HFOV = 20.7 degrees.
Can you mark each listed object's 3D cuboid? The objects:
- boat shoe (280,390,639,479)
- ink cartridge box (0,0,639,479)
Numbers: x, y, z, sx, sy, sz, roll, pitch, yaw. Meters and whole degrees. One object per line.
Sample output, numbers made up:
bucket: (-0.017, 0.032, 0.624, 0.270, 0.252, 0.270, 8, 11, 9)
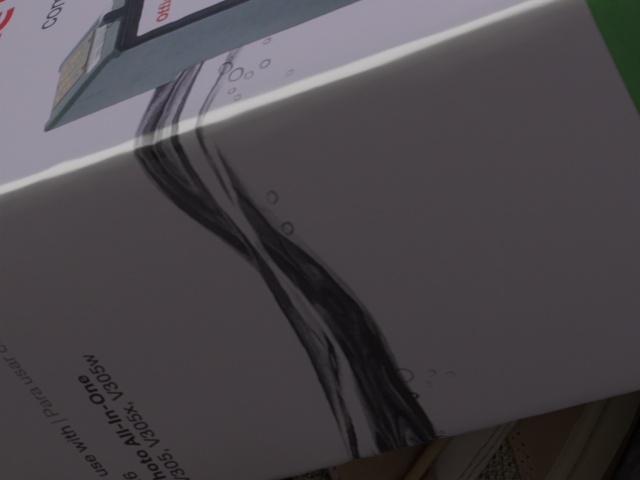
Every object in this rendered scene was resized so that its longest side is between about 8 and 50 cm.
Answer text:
boat shoe: (0.020, 0.067, 0.548, 0.302, 0.098, 0.109, -62, 15, -16)
ink cartridge box: (0.029, -0.055, 0.500, 0.289, 0.121, 0.211, -18, 34, 24)
